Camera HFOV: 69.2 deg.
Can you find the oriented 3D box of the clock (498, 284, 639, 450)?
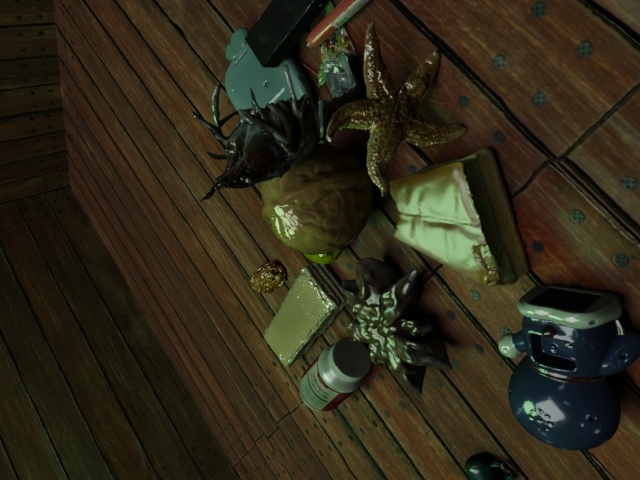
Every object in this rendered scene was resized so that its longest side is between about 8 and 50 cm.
[{"bbox_3d":[0.369,0.197,0.713,0.200,0.147,0.243,8,108,45],"label":"clock"}]

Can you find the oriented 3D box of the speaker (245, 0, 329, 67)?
[{"bbox_3d":[-0.059,-0.447,0.912,0.218,0.044,0.082,-38,79,38],"label":"speaker"}]

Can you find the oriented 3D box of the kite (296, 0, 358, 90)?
[{"bbox_3d":[-0.011,-0.411,0.949,0.244,0.006,0.198,37,136,32],"label":"kite"}]

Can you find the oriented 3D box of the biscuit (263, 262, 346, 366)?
[{"bbox_3d":[-0.053,0.223,1.307,0.144,0.079,0.426,52,143,16],"label":"biscuit"}]

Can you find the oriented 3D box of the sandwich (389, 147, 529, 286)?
[{"bbox_3d":[0.225,-0.024,0.791,0.186,0.108,0.219,-11,103,53],"label":"sandwich"}]

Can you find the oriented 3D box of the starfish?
[{"bbox_3d":[0.123,-0.209,0.755,0.062,0.236,0.277,135,130,-85],"label":"starfish"}]

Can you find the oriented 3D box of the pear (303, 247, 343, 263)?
[{"bbox_3d":[0.000,0.000,1.095,0.131,0.107,0.107,32,134,53],"label":"pear"}]

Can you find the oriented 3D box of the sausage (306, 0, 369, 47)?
[{"bbox_3d":[0.050,-0.419,0.838,0.253,0.034,0.034,-18,95,51],"label":"sausage"}]

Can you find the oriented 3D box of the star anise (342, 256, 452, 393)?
[{"bbox_3d":[0.157,0.178,0.991,0.315,0.108,0.315,36,135,46],"label":"star anise"}]

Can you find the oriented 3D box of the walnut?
[{"bbox_3d":[-0.009,-0.083,0.923,0.225,0.261,0.224,8,104,33],"label":"walnut"}]

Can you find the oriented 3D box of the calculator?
[{"bbox_3d":[-0.125,-0.346,1.039,0.185,0.041,0.298,-38,80,29],"label":"calculator"}]

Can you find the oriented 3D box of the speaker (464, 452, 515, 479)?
[{"bbox_3d":[0.358,0.486,0.973,0.095,0.060,0.075,-26,89,19],"label":"speaker"}]

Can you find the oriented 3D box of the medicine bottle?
[{"bbox_3d":[0.036,0.357,1.227,0.131,0.131,0.250,52,143,18],"label":"medicine bottle"}]

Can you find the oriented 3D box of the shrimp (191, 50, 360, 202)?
[{"bbox_3d":[-0.057,-0.205,0.790,0.221,0.411,0.165,-12,106,50],"label":"shrimp"}]

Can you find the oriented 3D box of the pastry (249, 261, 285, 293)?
[{"bbox_3d":[-0.167,0.118,1.402,0.087,0.063,0.169,58,143,6],"label":"pastry"}]
